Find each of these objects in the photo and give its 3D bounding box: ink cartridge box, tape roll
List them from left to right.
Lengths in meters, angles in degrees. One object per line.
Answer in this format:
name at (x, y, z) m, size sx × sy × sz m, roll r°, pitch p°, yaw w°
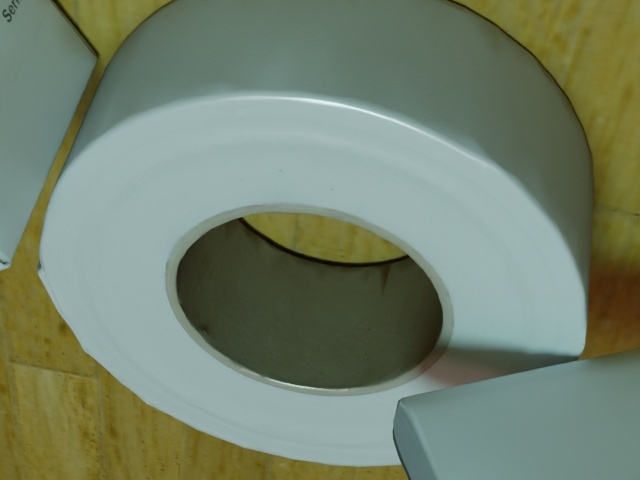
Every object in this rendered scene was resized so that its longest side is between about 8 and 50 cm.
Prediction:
ink cartridge box at (-0.238, -0.042, 0.690) m, size 0.219 × 0.160 × 0.092 m, roll -16°, pitch 131°, yaw 29°
tape roll at (0.000, 0.000, 0.720) m, size 0.286 × 0.100 × 0.286 m, roll 7°, pitch 138°, yaw 7°

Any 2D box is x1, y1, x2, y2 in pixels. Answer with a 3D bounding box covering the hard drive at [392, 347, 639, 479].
hard drive at (0.212, 0.133, 0.640) m, size 0.307 × 0.203 × 0.040 m, roll -10°, pitch 140°, yaw -17°
